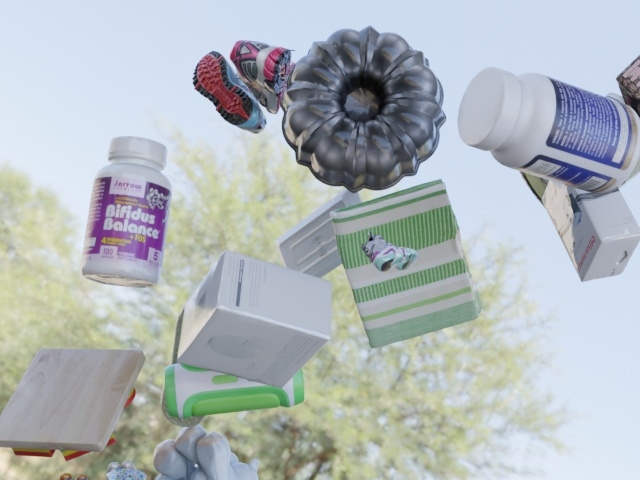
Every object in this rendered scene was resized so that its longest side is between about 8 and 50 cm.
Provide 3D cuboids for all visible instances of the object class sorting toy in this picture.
[{"bbox_3d":[-0.516,0.351,2.068,0.255,0.257,0.089,-1,-51,16],"label":"sorting toy"}]

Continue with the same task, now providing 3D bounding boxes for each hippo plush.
[{"bbox_3d":[-0.238,0.562,2.386,0.294,0.234,0.236,24,9,28],"label":"hippo plush"}]

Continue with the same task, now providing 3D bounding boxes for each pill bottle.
[{"bbox_3d":[0.356,-0.175,1.538,0.265,0.153,0.153,14,-8,-25],"label":"pill bottle"},{"bbox_3d":[-0.405,-0.060,2.085,0.169,0.301,0.169,5,-12,1],"label":"pill bottle"}]

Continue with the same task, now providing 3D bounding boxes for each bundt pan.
[{"bbox_3d":[0.080,-0.264,1.878,0.331,0.331,0.124,28,-7,7],"label":"bundt pan"}]

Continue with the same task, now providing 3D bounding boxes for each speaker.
[{"bbox_3d":[-0.188,0.317,2.156,0.297,0.131,0.131,-5,-15,-5],"label":"speaker"}]

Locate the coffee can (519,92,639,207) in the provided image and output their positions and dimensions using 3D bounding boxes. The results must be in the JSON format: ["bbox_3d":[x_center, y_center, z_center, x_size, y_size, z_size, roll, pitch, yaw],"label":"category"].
[{"bbox_3d":[0.644,-0.191,2.354,0.201,0.275,0.201,52,1,-1],"label":"coffee can"}]

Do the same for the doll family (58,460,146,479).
[{"bbox_3d":[-0.361,0.433,1.587,0.263,0.118,0.163,-5,25,-20],"label":"doll family"}]

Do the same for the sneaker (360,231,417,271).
[{"bbox_3d":[0.096,0.011,1.435,0.069,0.038,0.098,44,23,27],"label":"sneaker"}]

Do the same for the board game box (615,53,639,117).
[{"bbox_3d":[0.783,-0.266,2.058,0.291,0.141,0.232,49,12,21],"label":"board game box"}]

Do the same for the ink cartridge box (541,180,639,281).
[{"bbox_3d":[0.475,-0.045,1.736,0.082,0.190,0.139,-10,-33,-9],"label":"ink cartridge box"}]

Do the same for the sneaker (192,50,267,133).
[{"bbox_3d":[-0.215,-0.343,2.355,0.125,0.104,0.262,34,20,-55],"label":"sneaker"}]

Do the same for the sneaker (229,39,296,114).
[{"bbox_3d":[-0.121,-0.366,2.138,0.112,0.121,0.299,22,-9,5],"label":"sneaker"}]

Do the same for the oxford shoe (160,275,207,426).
[{"bbox_3d":[-0.254,0.227,2.257,0.169,0.449,0.130,22,27,-2],"label":"oxford shoe"}]

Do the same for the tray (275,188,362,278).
[{"bbox_3d":[0.000,0.000,2.218,0.270,0.145,0.030,-35,-23,34],"label":"tray"}]

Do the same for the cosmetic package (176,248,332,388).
[{"bbox_3d":[-0.125,0.154,1.870,0.225,0.138,0.224,19,-40,-19],"label":"cosmetic package"}]

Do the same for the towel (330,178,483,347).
[{"bbox_3d":[0.174,0.050,1.967,0.038,0.248,0.325,-95,167,-62],"label":"towel"}]
